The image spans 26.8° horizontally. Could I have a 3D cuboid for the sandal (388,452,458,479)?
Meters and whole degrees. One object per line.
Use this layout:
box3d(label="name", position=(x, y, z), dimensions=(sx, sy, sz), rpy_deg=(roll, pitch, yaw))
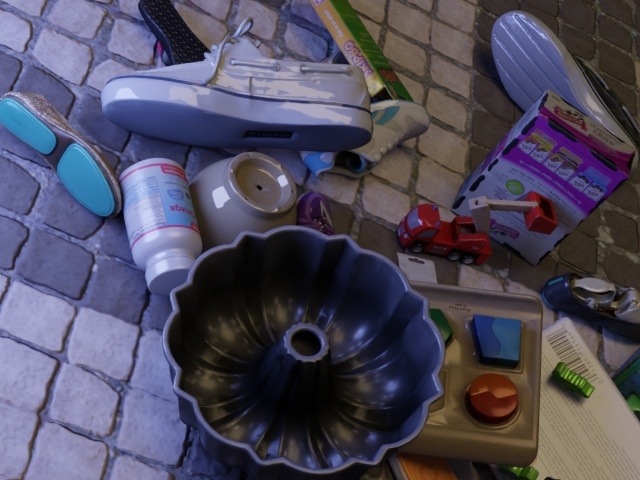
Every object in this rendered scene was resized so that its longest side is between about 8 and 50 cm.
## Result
box3d(label="sandal", position=(0.165, 0.323, 1.621), dimensions=(0.102, 0.076, 0.265), rpy_deg=(-15, 64, -38))

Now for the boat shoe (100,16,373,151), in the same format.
box3d(label="boat shoe", position=(-0.107, -0.217, 1.786), dimensions=(0.367, 0.136, 0.157), rpy_deg=(2, 71, -14))

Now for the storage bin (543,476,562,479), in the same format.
box3d(label="storage bin", position=(0.314, 0.360, 1.624), dimensions=(0.091, 0.098, 0.135), rpy_deg=(9, 87, -14))

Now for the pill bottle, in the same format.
box3d(label="pill bottle", position=(-0.194, -0.015, 1.653), dimensions=(0.087, 0.087, 0.160), rpy_deg=(3, 55, -31))

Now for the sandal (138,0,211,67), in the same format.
box3d(label="sandal", position=(-0.200, -0.269, 1.886), dimensions=(0.067, 0.040, 0.179), rpy_deg=(-18, 68, -37))

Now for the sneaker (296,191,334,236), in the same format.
box3d(label="sneaker", position=(0.000, 0.000, 1.778), dimensions=(0.068, 0.071, 0.170), rpy_deg=(16, 48, -21))

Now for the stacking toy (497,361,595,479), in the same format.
box3d(label="stacking toy", position=(0.221, 0.188, 1.719), dimensions=(0.221, 0.052, 0.167), rpy_deg=(33, 65, 9))

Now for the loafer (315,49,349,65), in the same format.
box3d(label="loafer", position=(-0.002, -0.243, 2.002), dimensions=(0.125, 0.039, 0.045), rpy_deg=(-44, 118, -43))

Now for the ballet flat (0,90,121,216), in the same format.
box3d(label="ballet flat", position=(-0.311, -0.115, 1.675), dimensions=(0.206, 0.073, 0.067), rpy_deg=(46, 30, 2))

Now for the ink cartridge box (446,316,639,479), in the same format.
box3d(label="ink cartridge box", position=(0.292, 0.283, 1.745), dimensions=(0.261, 0.066, 0.296), rpy_deg=(-25, 69, -16))

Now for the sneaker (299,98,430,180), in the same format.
box3d(label="sneaker", position=(0.066, -0.142, 1.934), dimensions=(0.228, 0.087, 0.092), rpy_deg=(-13, 70, -31))

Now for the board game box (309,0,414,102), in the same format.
box3d(label="board game box", position=(0.059, -0.295, 2.042), dimensions=(0.259, 0.039, 0.124), rpy_deg=(56, 17, 20))

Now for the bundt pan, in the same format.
box3d(label="bundt pan", position=(-0.025, 0.149, 1.570), dimensions=(0.330, 0.124, 0.331), rpy_deg=(6, 54, -8))

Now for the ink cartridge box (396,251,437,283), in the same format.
box3d(label="ink cartridge box", position=(0.130, 0.075, 1.832), dimensions=(0.062, 0.029, 0.115), rpy_deg=(14, 48, -23))

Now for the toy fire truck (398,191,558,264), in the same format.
box3d(label="toy fire truck", position=(0.221, -0.024, 1.894), dimensions=(0.192, 0.135, 0.047), rpy_deg=(13, 50, -25))

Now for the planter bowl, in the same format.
box3d(label="planter bowl", position=(-0.095, -0.045, 1.726), dimensions=(0.162, 0.109, 0.162), rpy_deg=(18, 47, -20))

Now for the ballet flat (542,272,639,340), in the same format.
box3d(label="ballet flat", position=(0.426, 0.094, 1.979), dimensions=(0.203, 0.074, 0.074), rpy_deg=(20, 47, -18))

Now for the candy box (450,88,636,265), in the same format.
box3d(label="candy box", position=(0.318, -0.087, 1.937), dimensions=(0.159, 0.233, 0.071), rpy_deg=(34, 44, -6))

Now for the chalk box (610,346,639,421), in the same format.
box3d(label="chalk box", position=(0.487, 0.209, 1.881), dimensions=(0.132, 0.132, 0.213), rpy_deg=(47, 45, 9))

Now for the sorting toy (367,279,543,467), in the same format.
box3d(label="sorting toy", position=(0.122, 0.152, 1.673), dimensions=(0.307, 0.041, 0.229), rpy_deg=(7, 60, 2))

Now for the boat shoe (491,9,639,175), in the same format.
box3d(label="boat shoe", position=(0.408, -0.242, 2.222), dimensions=(0.335, 0.121, 0.119), rpy_deg=(53, 37, -1))
